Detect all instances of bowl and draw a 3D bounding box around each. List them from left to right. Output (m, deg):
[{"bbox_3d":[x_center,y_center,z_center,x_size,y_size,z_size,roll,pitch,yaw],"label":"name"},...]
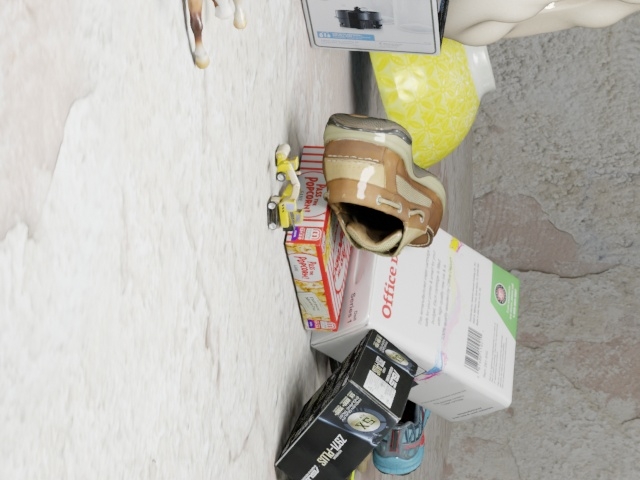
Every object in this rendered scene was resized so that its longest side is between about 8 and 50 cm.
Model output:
[{"bbox_3d":[0.168,-0.255,2.221,0.289,0.156,0.289,-14,90,-82],"label":"bowl"}]

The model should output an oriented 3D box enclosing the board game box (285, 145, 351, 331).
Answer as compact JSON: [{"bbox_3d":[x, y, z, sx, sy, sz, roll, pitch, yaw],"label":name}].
[{"bbox_3d":[0.000,0.000,1.868,0.193,0.045,0.147,78,18,-55],"label":"board game box"}]

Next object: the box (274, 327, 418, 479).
[{"bbox_3d":[0.034,0.208,1.829,0.147,0.077,0.180,-50,-177,19],"label":"box"}]

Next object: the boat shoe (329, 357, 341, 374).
[{"bbox_3d":[0.047,0.121,2.092,0.069,0.081,0.228,66,21,-63],"label":"boat shoe"}]

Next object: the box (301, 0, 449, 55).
[{"bbox_3d":[0.055,-0.338,1.747,0.290,0.169,0.087,79,20,-58],"label":"box"}]

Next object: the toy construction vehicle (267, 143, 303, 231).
[{"bbox_3d":[-0.033,-0.052,1.694,0.086,0.035,0.098,-65,155,-65],"label":"toy construction vehicle"}]

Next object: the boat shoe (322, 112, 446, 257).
[{"bbox_3d":[0.066,-0.042,1.806,0.324,0.122,0.120,46,53,-64],"label":"boat shoe"}]

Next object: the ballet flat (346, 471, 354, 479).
[{"bbox_3d":[0.003,0.319,1.922,0.231,0.077,0.077,-55,169,-75],"label":"ballet flat"}]

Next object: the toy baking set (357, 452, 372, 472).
[{"bbox_3d":[0.069,0.235,2.382,0.256,0.030,0.197,91,2,-52],"label":"toy baking set"}]

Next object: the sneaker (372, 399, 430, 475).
[{"bbox_3d":[0.137,0.254,2.482,0.262,0.104,0.125,-87,177,-52],"label":"sneaker"}]

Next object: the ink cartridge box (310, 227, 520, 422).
[{"bbox_3d":[0.132,0.095,2.041,0.278,0.117,0.201,31,53,-33],"label":"ink cartridge box"}]

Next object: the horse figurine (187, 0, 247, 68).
[{"bbox_3d":[-0.078,-0.275,1.302,0.174,0.066,0.263,86,13,-62],"label":"horse figurine"}]

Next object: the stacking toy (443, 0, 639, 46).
[{"bbox_3d":[0.271,-0.513,1.970,0.350,0.350,0.480,-4,84,-80],"label":"stacking toy"}]
